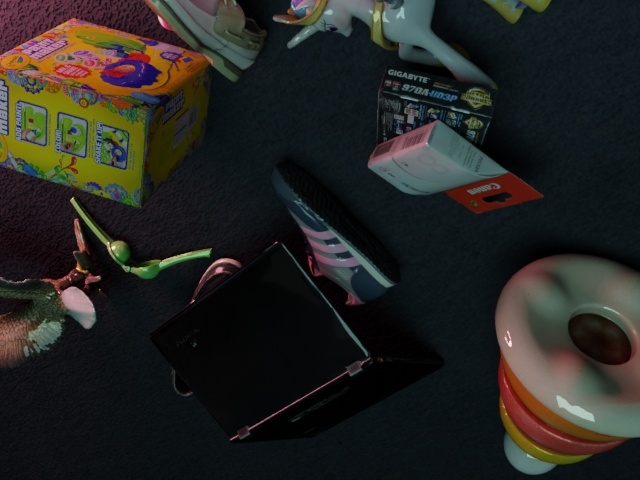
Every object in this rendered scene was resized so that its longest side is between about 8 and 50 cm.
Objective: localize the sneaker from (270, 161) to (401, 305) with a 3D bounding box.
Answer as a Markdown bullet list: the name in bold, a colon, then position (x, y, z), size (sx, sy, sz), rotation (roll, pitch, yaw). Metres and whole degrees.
- **sneaker**: position (0.000, 0.000, 1.545), size (0.131, 0.112, 0.319), rotation (-38, 102, 28)

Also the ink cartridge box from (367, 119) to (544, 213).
- **ink cartridge box**: position (0.218, -0.098, 1.374), size (0.232, 0.066, 0.189), rotation (36, 159, -18)

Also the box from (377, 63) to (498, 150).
- **box**: position (0.180, -0.193, 1.341), size (0.175, 0.051, 0.220), rotation (15, 165, 8)

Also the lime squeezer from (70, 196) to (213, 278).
- **lime squeezer**: position (-0.381, 0.016, 1.697), size (0.310, 0.059, 0.110), rotation (21, 122, 5)

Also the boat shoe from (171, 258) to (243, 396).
- **boat shoe**: position (-0.237, 0.192, 1.718), size (0.127, 0.113, 0.340), rotation (30, 122, -2)

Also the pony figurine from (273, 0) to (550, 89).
- **pony figurine**: position (0.143, -0.386, 1.223), size (0.363, 0.303, 0.351), rotation (16, 132, -11)

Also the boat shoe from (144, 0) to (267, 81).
- **boat shoe**: position (-0.180, -0.355, 1.314), size (0.103, 0.302, 0.113), rotation (-45, 73, 7)

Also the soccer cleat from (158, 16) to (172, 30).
- **soccer cleat**: position (-0.196, -0.499, 1.339), size (0.143, 0.116, 0.331), rotation (48, 128, 16)

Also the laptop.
- **laptop**: position (-0.044, 0.220, 1.650), size (0.382, 0.407, 0.237), rotation (-34, 62, 29)

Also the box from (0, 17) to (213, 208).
- **box**: position (-0.369, -0.226, 1.419), size (0.279, 0.290, 0.177), rotation (16, 122, 6)

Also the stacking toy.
- **stacking toy**: position (0.429, 0.288, 1.514), size (0.350, 0.351, 0.480), rotation (19, 139, 5)

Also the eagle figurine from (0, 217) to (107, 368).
- **eagle figurine**: position (-0.600, 0.123, 1.726), size (0.226, 0.298, 0.225), rotation (65, 163, 13)
